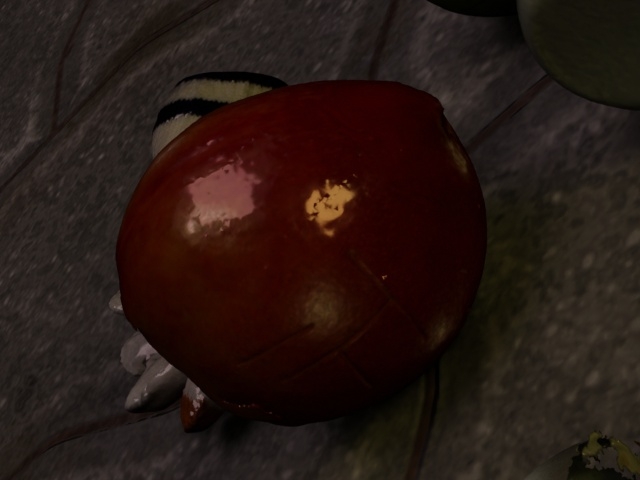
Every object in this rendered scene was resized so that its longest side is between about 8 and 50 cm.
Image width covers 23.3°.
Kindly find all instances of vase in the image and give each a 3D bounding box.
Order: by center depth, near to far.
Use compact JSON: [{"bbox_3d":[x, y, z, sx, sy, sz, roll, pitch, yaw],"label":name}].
[{"bbox_3d":[0.189,-0.182,0.801,0.128,0.128,0.248,-20,33,48],"label":"vase"}]

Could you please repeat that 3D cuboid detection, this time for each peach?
[{"bbox_3d":[0.000,0.000,0.823,0.197,0.197,0.197,-39,31,28],"label":"peach"}]

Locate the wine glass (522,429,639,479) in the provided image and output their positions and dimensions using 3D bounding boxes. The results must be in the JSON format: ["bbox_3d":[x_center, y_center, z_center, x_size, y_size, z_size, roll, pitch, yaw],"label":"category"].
[{"bbox_3d":[0.070,0.141,0.659,0.155,0.072,0.072,-34,33,36],"label":"wine glass"}]

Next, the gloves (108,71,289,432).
[{"bbox_3d":[-0.060,0.011,0.980,0.140,0.131,0.218,138,129,-67],"label":"gloves"}]

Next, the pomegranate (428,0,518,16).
[{"bbox_3d":[0.078,-0.239,0.924,0.187,0.225,0.187,-49,30,41],"label":"pomegranate"}]

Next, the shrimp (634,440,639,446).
[{"bbox_3d":[0.183,0.072,0.589,0.095,0.045,0.162,-55,25,-3],"label":"shrimp"}]
